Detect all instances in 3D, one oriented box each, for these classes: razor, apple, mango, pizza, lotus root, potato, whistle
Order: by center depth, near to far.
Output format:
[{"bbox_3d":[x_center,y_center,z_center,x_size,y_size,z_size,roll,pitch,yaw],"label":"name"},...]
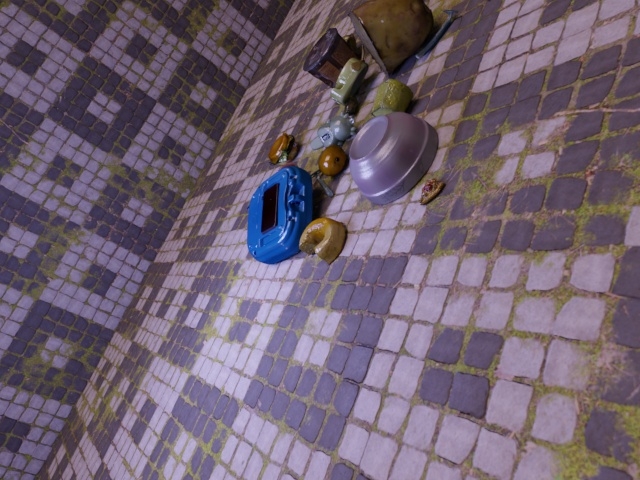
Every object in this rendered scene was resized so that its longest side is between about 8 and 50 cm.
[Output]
[{"bbox_3d":[0.280,-0.136,1.274,0.083,0.025,0.078,-48,31,19],"label":"pizza"},{"bbox_3d":[0.396,-0.701,1.664,0.191,0.037,0.068,-55,32,9],"label":"razor"},{"bbox_3d":[0.271,-0.774,1.751,0.237,0.301,0.289,-34,60,10],"label":"potato"},{"bbox_3d":[0.041,-0.297,1.764,0.111,0.089,0.163,-42,23,29],"label":"mango"},{"bbox_3d":[0.010,-0.205,1.785,0.084,0.036,0.211,-34,35,2],"label":"razor"},{"bbox_3d":[0.048,-0.410,1.864,0.244,0.110,0.092,-24,10,47],"label":"whistle"},{"bbox_3d":[0.120,-0.522,1.909,0.054,0.049,0.099,118,173,-55],"label":"lotus root"},{"bbox_3d":[0.081,-0.845,2.246,0.265,0.120,0.193,-30,25,37],"label":"apple"}]

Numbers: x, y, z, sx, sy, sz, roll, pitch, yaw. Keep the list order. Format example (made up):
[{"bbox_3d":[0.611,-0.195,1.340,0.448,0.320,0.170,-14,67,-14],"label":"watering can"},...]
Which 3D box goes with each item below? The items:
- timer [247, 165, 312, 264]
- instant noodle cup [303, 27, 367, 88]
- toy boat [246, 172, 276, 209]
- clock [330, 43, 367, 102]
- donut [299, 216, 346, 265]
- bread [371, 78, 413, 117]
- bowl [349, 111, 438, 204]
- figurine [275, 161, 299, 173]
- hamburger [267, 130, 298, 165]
[{"bbox_3d":[-0.154,-0.096,1.783,0.309,0.115,0.340,-26,55,43],"label":"timer"},{"bbox_3d":[0.069,-0.746,2.058,0.217,0.207,0.217,-40,31,30],"label":"instant noodle cup"},{"bbox_3d":[-0.255,-0.175,2.148,0.291,0.070,0.210,-38,28,39],"label":"toy boat"},{"bbox_3d":[0.125,-0.653,1.928,0.232,0.069,0.170,-60,-6,10],"label":"clock"},{"bbox_3d":[0.006,-0.010,1.537,0.146,0.078,0.181,-62,29,-3],"label":"donut"},{"bbox_3d":[0.235,-0.455,1.591,0.114,0.111,0.129,-66,10,-7],"label":"bread"},{"bbox_3d":[0.189,-0.262,1.430,0.287,0.143,0.287,-38,34,31],"label":"bowl"},{"bbox_3d":[-0.103,-0.239,1.937,0.157,0.126,0.114,25,39,39],"label":"figurine"},{"bbox_3d":[-0.163,-0.404,2.202,0.164,0.093,0.190,-48,27,21],"label":"hamburger"}]
